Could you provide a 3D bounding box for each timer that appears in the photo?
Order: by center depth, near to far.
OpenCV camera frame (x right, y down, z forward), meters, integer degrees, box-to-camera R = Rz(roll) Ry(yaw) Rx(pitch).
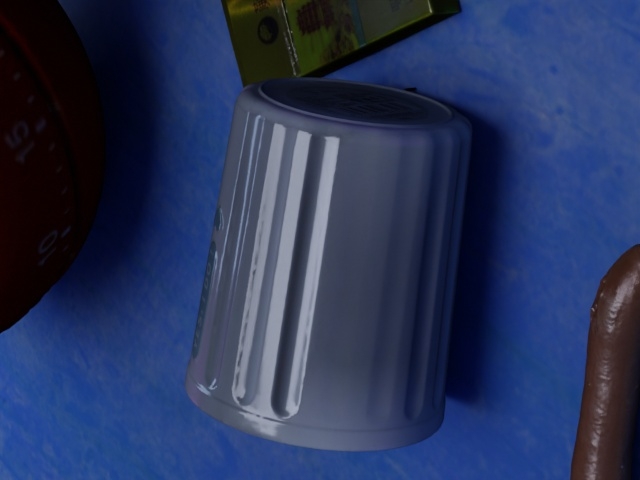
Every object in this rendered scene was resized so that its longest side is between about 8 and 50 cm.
[{"bbox_3d":[-0.345,-0.088,1.442,0.378,0.279,0.378,19,136,19],"label":"timer"}]

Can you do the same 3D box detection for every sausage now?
[{"bbox_3d":[0.173,0.089,1.122,0.043,0.043,0.186,23,114,44],"label":"sausage"}]

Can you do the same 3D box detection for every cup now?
[{"bbox_3d":[-0.009,0.002,1.216,0.221,0.167,0.202,23,112,41],"label":"cup"}]

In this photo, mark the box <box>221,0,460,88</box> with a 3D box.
[{"bbox_3d":[0.003,-0.176,1.265,0.193,0.030,0.121,-21,82,47],"label":"box"}]
